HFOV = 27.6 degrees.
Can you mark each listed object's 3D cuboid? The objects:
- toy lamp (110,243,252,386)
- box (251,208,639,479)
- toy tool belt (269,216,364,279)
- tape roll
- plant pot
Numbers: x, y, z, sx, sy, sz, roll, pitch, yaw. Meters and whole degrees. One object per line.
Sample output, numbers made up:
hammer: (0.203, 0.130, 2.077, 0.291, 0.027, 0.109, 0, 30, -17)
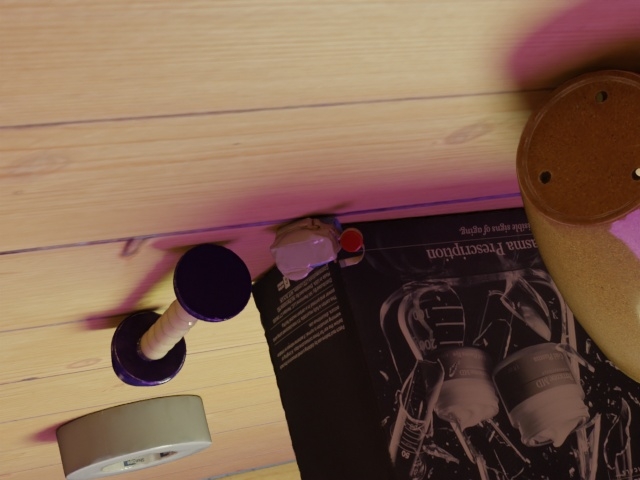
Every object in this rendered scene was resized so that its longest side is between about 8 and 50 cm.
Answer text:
toy lamp: (-0.142, 0.080, 1.228, 0.080, 0.080, 0.274, -7, 162, -27)
box: (0.149, 0.145, 1.279, 0.343, 0.312, 0.179, -6, 163, -31)
toy tool belt: (0.000, 0.000, 1.133, 0.083, 0.052, 0.051, -15, -163, 16)
tape roll: (-0.272, 0.290, 1.903, 0.219, 0.072, 0.219, -14, 167, -3)
plant pot: (0.256, -0.022, 0.986, 0.237, 0.237, 0.254, -22, 151, 27)
